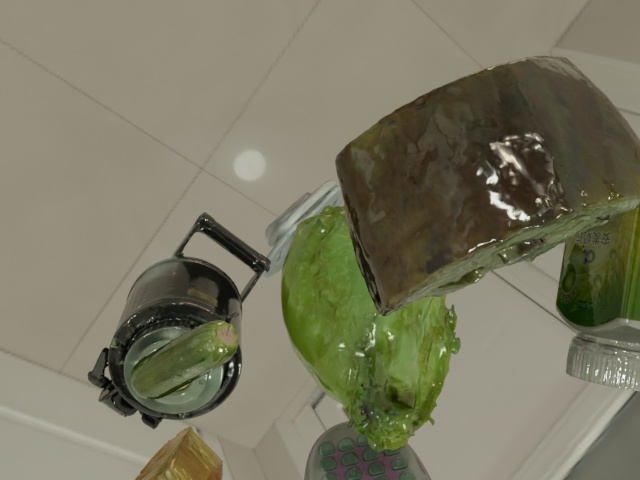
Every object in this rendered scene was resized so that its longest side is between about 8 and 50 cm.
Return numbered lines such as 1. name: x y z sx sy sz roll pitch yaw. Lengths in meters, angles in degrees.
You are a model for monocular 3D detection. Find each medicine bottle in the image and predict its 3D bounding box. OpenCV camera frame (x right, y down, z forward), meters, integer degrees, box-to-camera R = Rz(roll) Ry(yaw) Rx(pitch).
1. medicine bottle: 0.307 0.050 0.702 0.088 0.132 0.188 9 88 -13

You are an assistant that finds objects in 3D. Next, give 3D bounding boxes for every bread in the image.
1. bread: -0.283 0.474 1.298 0.133 0.250 0.179 44 107 -2

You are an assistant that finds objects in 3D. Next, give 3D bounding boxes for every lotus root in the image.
1. lotus root: 0.127 -0.044 0.466 0.235 0.138 0.119 -18 77 -34

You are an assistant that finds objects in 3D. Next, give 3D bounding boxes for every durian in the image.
1. durian: 0.062 0.095 0.958 0.205 0.340 0.255 12 106 -37

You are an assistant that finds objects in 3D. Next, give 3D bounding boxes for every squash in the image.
1. squash: -0.185 0.160 0.914 0.066 0.066 0.229 27 140 -29

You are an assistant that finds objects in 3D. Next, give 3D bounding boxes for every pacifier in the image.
1. pacifier: 0.000 0.000 1.518 0.207 0.227 0.279 43 63 7

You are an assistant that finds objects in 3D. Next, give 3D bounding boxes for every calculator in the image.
1. calculator: 0.078 0.382 0.931 0.186 0.298 0.041 -10 143 -14

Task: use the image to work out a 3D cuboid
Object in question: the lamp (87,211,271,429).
1. lamp: -0.222 0.149 1.139 0.205 0.272 0.374 39 81 -18
